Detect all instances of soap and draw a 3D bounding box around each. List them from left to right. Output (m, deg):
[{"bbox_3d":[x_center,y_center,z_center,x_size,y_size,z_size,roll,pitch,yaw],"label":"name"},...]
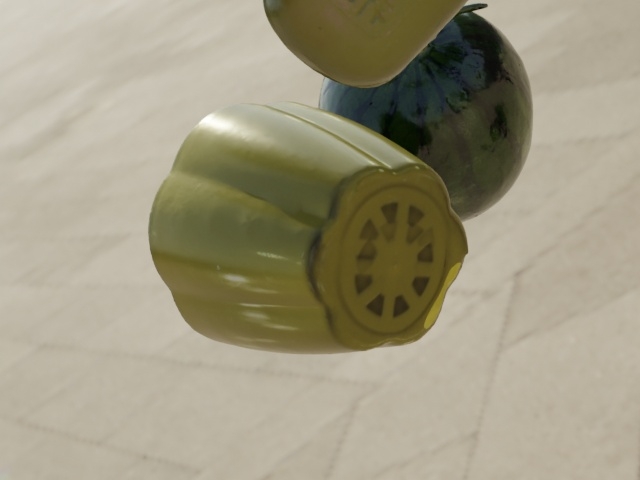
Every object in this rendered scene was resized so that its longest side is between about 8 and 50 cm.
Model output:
[{"bbox_3d":[0.036,-0.142,0.854,0.140,0.089,0.045,-47,13,9],"label":"soap"}]

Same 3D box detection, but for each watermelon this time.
[{"bbox_3d":[0.087,-0.112,1.438,0.188,0.188,0.214,-33,-30,-7],"label":"watermelon"}]

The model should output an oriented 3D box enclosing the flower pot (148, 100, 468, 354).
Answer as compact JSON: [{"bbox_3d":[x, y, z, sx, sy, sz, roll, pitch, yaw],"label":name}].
[{"bbox_3d":[0.000,0.000,1.233,0.195,0.195,0.179,-37,27,-22],"label":"flower pot"}]
